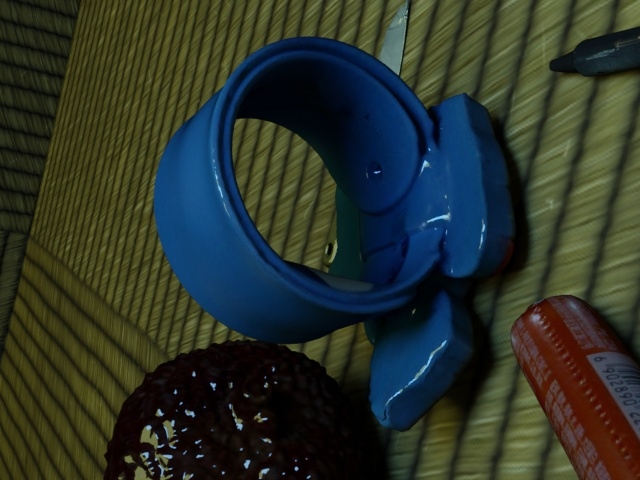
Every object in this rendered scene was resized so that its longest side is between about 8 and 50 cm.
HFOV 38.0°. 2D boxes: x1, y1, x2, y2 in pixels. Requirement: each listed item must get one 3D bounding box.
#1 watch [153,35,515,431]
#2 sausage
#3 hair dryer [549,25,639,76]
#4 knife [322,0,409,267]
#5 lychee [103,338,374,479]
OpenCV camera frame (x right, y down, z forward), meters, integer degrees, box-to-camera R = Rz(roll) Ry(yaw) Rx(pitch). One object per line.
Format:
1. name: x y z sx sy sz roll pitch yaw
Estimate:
1. watch: 0.000 0.000 0.793 0.241 0.275 0.305 -32 48 52
2. sausage: 0.185 0.113 0.605 0.274 0.074 0.074 -107 38 -58
3. hair dryer: 0.240 -0.159 0.670 0.195 0.050 0.173 31 105 62
4. knife: 0.055 -0.112 0.997 0.047 0.017 0.297 15 89 58
5. lychee: -0.074 0.224 0.875 0.261 0.261 0.260 -28 57 54
